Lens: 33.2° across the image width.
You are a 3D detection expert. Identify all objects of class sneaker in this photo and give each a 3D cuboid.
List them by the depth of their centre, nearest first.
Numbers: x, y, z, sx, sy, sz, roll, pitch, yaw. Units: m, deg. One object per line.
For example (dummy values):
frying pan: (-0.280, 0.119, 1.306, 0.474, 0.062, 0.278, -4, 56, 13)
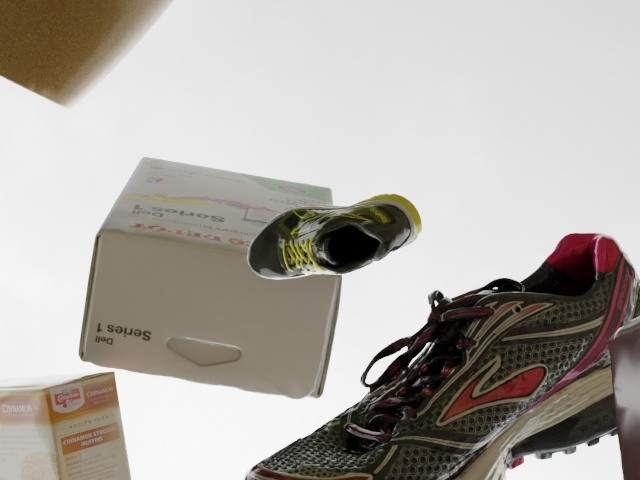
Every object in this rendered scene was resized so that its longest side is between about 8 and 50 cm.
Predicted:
sneaker: (0.000, 0.000, 0.453, 0.035, 0.083, 0.031, -36, -73, -58)
sneaker: (0.077, 0.089, 0.650, 0.299, 0.121, 0.112, -24, -70, -29)

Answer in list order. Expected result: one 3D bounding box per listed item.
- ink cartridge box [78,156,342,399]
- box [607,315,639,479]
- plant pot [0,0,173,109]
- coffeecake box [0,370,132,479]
ink cartridge box: (-0.090, 0.022, 0.974, 0.202, 0.278, 0.117, 10, -73, -4)
box: (0.219, 0.202, 0.334, 0.191, 0.143, 0.381, 0, -105, -4)
plant pot: (-0.255, -0.273, 1.104, 0.237, 0.237, 0.254, 27, -88, 5)
coffeecake box: (-0.217, 0.203, 0.855, 0.068, 0.142, 0.185, -9, -90, -48)
